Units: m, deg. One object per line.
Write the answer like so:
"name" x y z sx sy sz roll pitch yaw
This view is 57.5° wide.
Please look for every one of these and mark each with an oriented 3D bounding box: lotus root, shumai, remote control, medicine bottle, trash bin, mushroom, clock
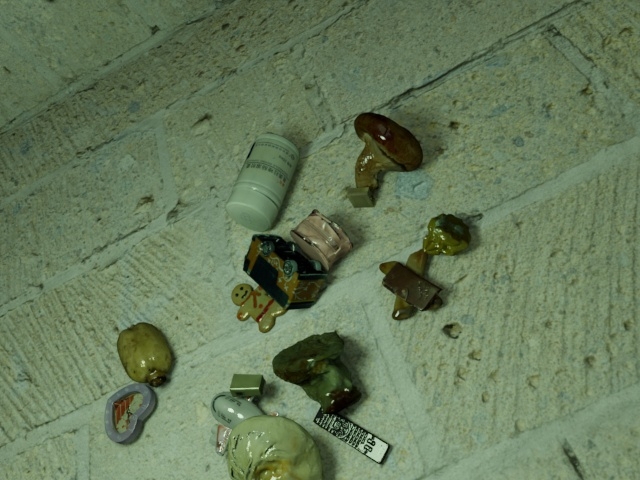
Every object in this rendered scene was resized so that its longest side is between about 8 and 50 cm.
"lotus root" -0.604 0.391 2.003 0.160 0.146 0.284 -40 51 -2
"shumai" -0.011 0.400 1.728 0.222 0.204 0.272 -24 10 -16
"remote control" 0.084 0.543 1.644 0.245 0.025 0.063 23 72 35
"medicine bottle" -0.214 -0.216 2.179 0.190 0.190 0.332 5 62 29
"trash bin" -0.218 0.431 1.741 0.092 0.043 0.061 -6 37 12
"mushroom" 0.218 -0.316 1.999 0.267 0.267 0.255 6 63 29
"clock" -0.643 0.574 1.956 0.172 0.064 0.198 15 67 33

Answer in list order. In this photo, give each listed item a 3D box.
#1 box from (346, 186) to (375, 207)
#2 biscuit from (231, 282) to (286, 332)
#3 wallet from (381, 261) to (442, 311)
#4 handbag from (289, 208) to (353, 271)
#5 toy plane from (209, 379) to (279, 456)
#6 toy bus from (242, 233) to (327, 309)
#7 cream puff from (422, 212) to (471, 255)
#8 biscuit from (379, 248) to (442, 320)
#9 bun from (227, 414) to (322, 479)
"box" 0.144 -0.149 2.030 0.083 0.079 0.035 0 58 26
"biscuit" -0.224 0.219 2.005 0.234 0.030 0.153 32 75 37
"wallet" 0.269 0.138 1.756 0.095 0.026 0.176 -50 51 -6
"handbag" 0.001 -0.001 1.947 0.116 0.179 0.205 -43 51 -13
"toy plane" -0.236 0.529 1.754 0.252 0.118 0.252 -15 52 19
"toy bus" -0.127 0.100 1.940 0.275 0.138 0.167 39 115 37
"cream puff" 0.385 -0.006 1.802 0.116 0.146 0.146 -54 39 39
"biscuit" 0.277 0.136 1.799 0.164 0.047 0.208 -19 53 13
"bun" -0.134 0.616 1.565 0.287 0.146 0.287 2 96 16
